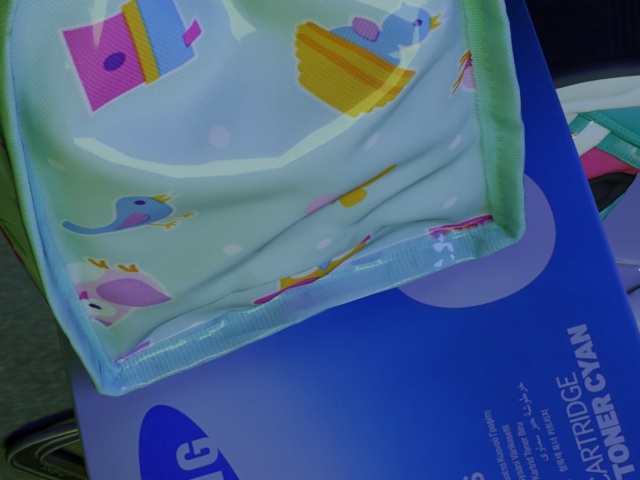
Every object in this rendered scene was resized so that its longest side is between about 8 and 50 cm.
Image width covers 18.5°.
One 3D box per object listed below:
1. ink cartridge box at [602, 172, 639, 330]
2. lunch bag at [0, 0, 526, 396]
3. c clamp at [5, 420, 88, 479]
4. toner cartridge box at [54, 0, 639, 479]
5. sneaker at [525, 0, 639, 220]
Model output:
[{"bbox_3d":[0.066,0.057,1.068,0.197,0.114,0.273,2,151,-34],"label":"ink cartridge box"},{"bbox_3d":[-0.046,-0.117,0.478,0.160,0.223,0.262,-20,155,-3],"label":"lunch bag"},{"bbox_3d":[-0.116,0.128,1.239,0.137,0.022,0.161,-19,158,21],"label":"c clamp"},{"bbox_3d":[0.000,0.000,0.609,0.165,0.347,0.075,-17,155,1],"label":"toner cartridge box"},{"bbox_3d":[0.030,-0.047,0.821,0.296,0.123,0.178,-4,144,-28],"label":"sneaker"}]
